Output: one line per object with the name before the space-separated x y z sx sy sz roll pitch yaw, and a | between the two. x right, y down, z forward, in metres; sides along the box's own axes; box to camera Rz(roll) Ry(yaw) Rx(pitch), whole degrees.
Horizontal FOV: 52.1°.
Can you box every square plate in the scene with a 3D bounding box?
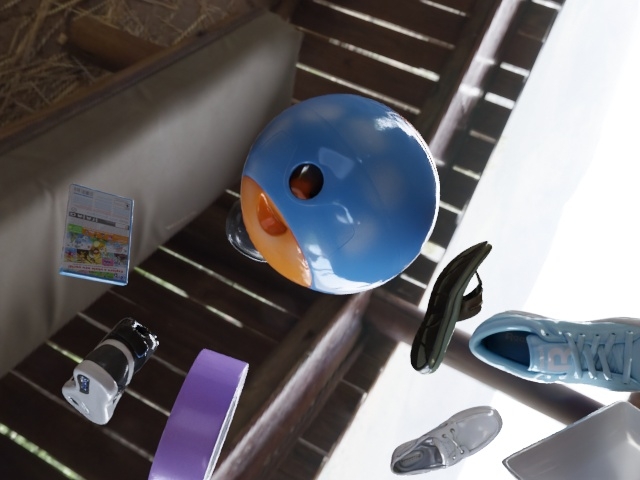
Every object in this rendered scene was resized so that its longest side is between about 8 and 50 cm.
square plate | 0.498 0.400 0.965 0.344 0.347 0.049 -9 123 -36

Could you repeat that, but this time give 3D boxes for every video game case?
video game case | -0.398 -0.010 1.173 0.119 0.015 0.166 16 62 -39

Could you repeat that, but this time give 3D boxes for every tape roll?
tape roll | -0.216 0.339 1.176 0.275 0.090 0.275 18 90 -90

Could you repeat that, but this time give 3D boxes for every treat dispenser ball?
treat dispenser ball | 0.028 -0.067 0.954 0.288 0.288 0.288 -57 163 -28

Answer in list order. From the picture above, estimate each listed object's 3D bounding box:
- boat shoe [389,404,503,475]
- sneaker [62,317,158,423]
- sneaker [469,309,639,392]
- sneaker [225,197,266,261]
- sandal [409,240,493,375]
boat shoe | 0.280 0.460 1.460 0.277 0.098 0.096 -32 169 11
sneaker | -0.282 0.177 0.908 0.121 0.079 0.217 -51 -175 -35
sneaker | 0.426 0.201 1.118 0.150 0.366 0.135 -14 99 -48
sneaker | 0.000 0.000 1.128 0.330 0.146 0.122 17 83 -36
sandal | 0.273 0.138 1.322 0.303 0.086 0.120 -64 -169 -12
